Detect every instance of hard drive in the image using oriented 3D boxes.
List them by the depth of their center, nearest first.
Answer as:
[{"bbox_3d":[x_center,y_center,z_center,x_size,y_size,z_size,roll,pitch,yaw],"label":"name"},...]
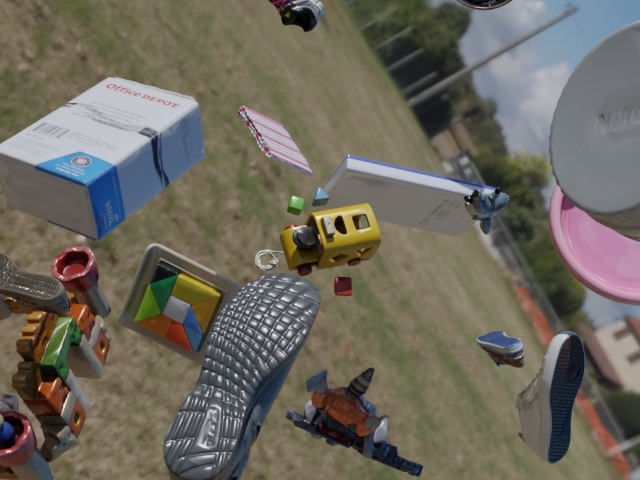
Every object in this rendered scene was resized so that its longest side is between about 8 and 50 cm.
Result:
[{"bbox_3d":[0.175,-0.087,1.961,0.210,0.319,0.040,131,-32,-65],"label":"hard drive"}]

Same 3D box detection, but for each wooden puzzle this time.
[{"bbox_3d":[-0.312,0.148,2.125,0.239,0.221,0.044,25,19,-1],"label":"wooden puzzle"}]

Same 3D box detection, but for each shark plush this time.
[{"bbox_3d":[0.270,-0.073,1.585,0.161,0.067,0.073,35,27,-59],"label":"shark plush"}]

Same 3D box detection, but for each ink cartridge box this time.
[{"bbox_3d":[-0.498,-0.201,2.203,0.395,0.286,0.166,-45,144,-41],"label":"ink cartridge box"}]

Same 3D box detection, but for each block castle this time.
[{"bbox_3d":[-0.580,0.211,1.725,0.212,0.303,0.453,77,18,-46],"label":"block castle"}]

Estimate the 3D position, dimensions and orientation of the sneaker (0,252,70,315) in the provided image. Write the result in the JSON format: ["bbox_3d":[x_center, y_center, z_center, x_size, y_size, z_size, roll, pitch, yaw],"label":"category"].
[{"bbox_3d":[-0.490,0.078,1.545,0.066,0.188,0.071,-56,155,-31],"label":"sneaker"}]

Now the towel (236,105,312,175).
[{"bbox_3d":[-0.107,-0.229,2.219,0.144,0.029,0.197,21,29,-45],"label":"towel"}]

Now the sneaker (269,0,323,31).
[{"bbox_3d":[-0.067,-0.475,1.912,0.170,0.063,0.074,26,55,-31],"label":"sneaker"}]

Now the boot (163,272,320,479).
[{"bbox_3d":[-0.113,0.218,1.291,0.118,0.338,0.222,26,-33,13],"label":"boot"}]

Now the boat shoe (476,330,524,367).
[{"bbox_3d":[0.406,0.251,2.158,0.183,0.066,0.066,-159,-131,-79],"label":"boat shoe"}]

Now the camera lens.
[{"bbox_3d":[0.404,-0.089,0.981,0.274,0.219,0.219,14,38,-30],"label":"camera lens"}]

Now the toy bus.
[{"bbox_3d":[0.009,-0.007,1.758,0.191,0.202,0.104,29,-29,1],"label":"toy bus"}]

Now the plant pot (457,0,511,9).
[{"bbox_3d":[0.310,-0.525,1.841,0.167,0.167,0.165,60,9,-7],"label":"plant pot"}]

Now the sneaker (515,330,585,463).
[{"bbox_3d":[0.443,0.300,1.909,0.123,0.106,0.290,32,-55,48],"label":"sneaker"}]

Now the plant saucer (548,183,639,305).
[{"bbox_3d":[0.608,-0.028,1.857,0.084,0.332,0.332,81,-16,-71],"label":"plant saucer"}]

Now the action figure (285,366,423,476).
[{"bbox_3d":[0.102,0.402,2.183,0.341,0.178,0.330,23,-13,4],"label":"action figure"}]
